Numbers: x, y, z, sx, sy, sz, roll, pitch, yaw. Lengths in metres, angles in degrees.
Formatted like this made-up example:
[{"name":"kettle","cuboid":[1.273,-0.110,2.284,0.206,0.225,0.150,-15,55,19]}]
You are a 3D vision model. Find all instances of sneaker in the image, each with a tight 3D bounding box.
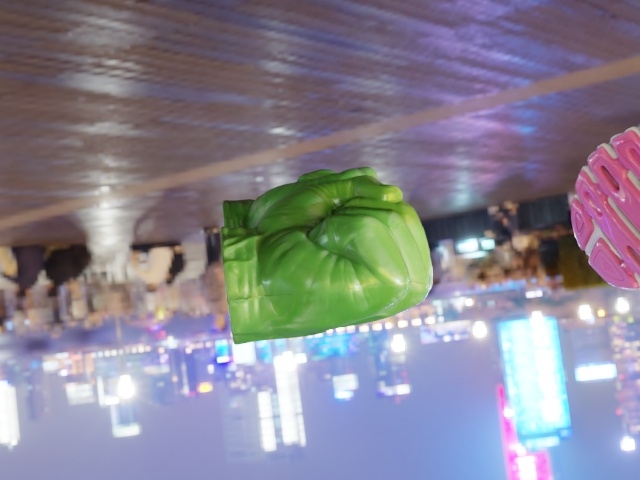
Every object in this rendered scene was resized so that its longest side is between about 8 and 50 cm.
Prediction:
[{"name":"sneaker","cuboid":[0.163,-0.042,0.416,0.074,0.063,0.170,-20,151,-33]}]

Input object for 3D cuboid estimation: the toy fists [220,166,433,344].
[{"name":"toy fists","cuboid":[0.000,0.000,0.791,0.142,0.096,0.279,-7,-171,-4]}]
